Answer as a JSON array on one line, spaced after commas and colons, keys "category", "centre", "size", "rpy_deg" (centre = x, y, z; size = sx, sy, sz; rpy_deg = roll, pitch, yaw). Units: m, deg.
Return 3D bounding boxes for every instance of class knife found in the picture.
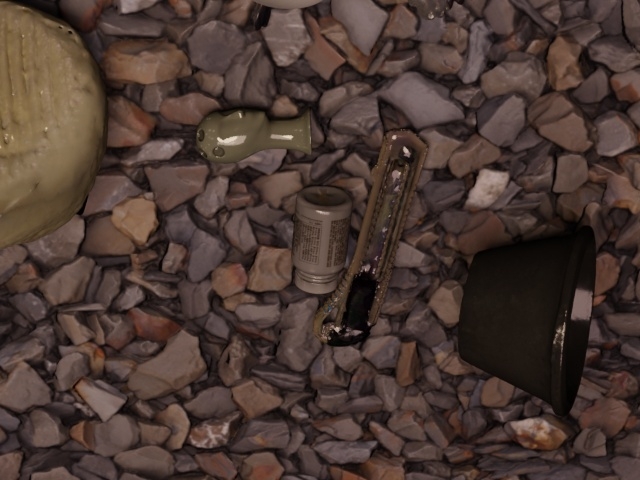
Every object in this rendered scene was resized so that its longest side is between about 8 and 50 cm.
[{"category": "knife", "centre": [0.073, 0.007, 2.064], "size": [0.089, 0.043, 0.365], "rpy_deg": [12, 117, -11]}]

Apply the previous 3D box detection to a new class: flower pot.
[{"category": "flower pot", "centre": [0.288, 0.105, 2.040], "size": [0.166, 0.269, 0.269], "rpy_deg": [5, 120, 18]}]

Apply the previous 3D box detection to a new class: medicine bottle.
[{"category": "medicine bottle", "centre": [0.000, 0.000, 2.034], "size": [0.079, 0.079, 0.140], "rpy_deg": [3, 118, -5]}]

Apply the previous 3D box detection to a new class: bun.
[{"category": "bun", "centre": [-0.449, -0.135, 1.828], "size": [0.360, 0.359, 0.211], "rpy_deg": [16, 160, -12]}]

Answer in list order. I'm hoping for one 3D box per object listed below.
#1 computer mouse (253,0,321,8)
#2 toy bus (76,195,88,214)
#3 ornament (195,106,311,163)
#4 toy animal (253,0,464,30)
[{"category": "computer mouse", "centre": [-0.048, -0.425, 1.724], "size": [0.184, 0.121, 0.296], "rpy_deg": [15, 105, 25]}, {"category": "toy bus", "centre": [-0.398, -0.085, 1.969], "size": [0.172, 0.072, 0.057], "rpy_deg": [14, 116, -9]}, {"category": "ornament", "centre": [-0.090, -0.145, 1.953], "size": [0.156, 0.074, 0.081], "rpy_deg": [-2, 137, -1]}, {"category": "toy animal", "centre": [0.051, -0.414, 1.814], "size": [0.284, 0.225, 0.302], "rpy_deg": [4, 107, 18]}]
